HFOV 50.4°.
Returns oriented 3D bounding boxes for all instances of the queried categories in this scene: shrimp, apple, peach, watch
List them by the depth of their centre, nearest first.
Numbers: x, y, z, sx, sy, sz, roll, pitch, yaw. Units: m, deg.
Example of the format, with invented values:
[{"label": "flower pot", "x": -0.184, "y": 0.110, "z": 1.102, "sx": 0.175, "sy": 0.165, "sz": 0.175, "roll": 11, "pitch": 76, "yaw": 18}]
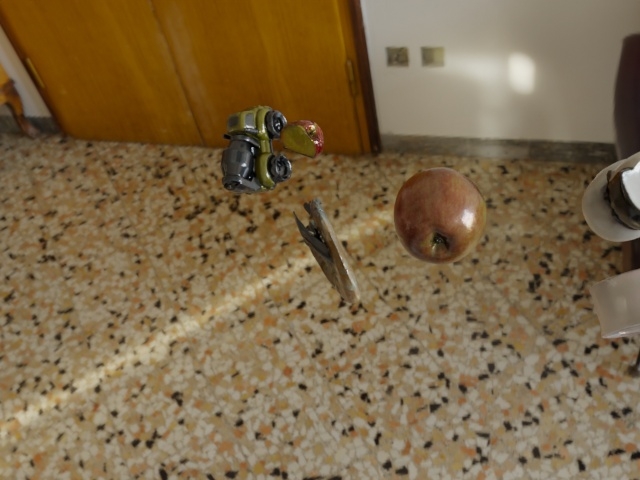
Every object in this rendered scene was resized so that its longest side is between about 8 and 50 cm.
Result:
[{"label": "shrimp", "x": 0.000, "y": 0.000, "z": 0.988, "sx": 0.046, "sy": 0.152, "sz": 0.219, "roll": -28, "pitch": 32, "yaw": -3}, {"label": "peach", "x": -0.029, "y": -0.179, "z": 1.193, "sx": 0.083, "sy": 0.077, "sz": 0.050, "roll": -26, "pitch": 17, "yaw": 52}, {"label": "watch", "x": 0.660, "y": 0.144, "z": 1.345, "sx": 0.231, "sy": 0.244, "sz": 0.196, "roll": -11, "pitch": 72, "yaw": -1}, {"label": "apple", "x": 0.241, "y": -0.047, "z": 1.381, "sx": 0.188, "sy": 0.188, "sz": 0.174, "roll": -2, "pitch": 41, "yaw": 12}]

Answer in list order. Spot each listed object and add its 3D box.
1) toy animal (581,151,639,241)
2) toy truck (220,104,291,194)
[{"label": "toy animal", "x": 0.650, "y": -0.088, "z": 1.414, "sx": 0.187, "sy": 0.235, "sz": 0.165, "roll": -31, "pitch": 88, "yaw": -10}, {"label": "toy truck", "x": -0.178, "y": -0.224, "z": 1.672, "sx": 0.147, "sy": 0.165, "sz": 0.225, "roll": -7, "pitch": 83, "yaw": 38}]
